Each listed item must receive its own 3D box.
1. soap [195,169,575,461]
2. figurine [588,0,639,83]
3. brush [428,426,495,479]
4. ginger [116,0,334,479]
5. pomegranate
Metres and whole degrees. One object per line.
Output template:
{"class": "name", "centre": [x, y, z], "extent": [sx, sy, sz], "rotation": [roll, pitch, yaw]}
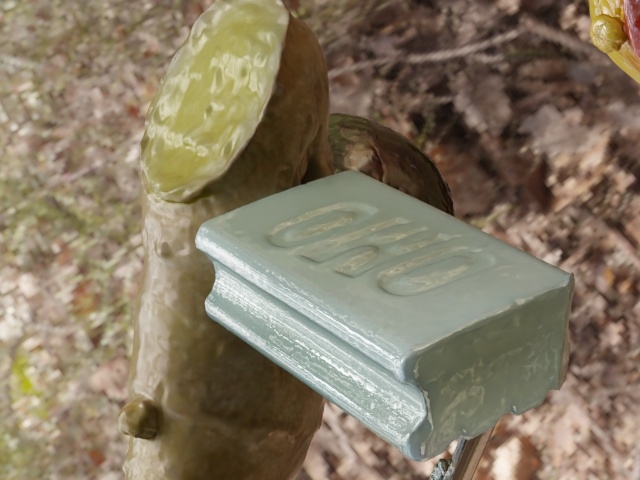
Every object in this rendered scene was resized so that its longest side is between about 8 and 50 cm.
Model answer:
{"class": "soap", "centre": [0.033, 0.032, 0.798], "extent": [0.198, 0.119, 0.066], "rotation": [29, 134, 50]}
{"class": "figurine", "centre": [0.411, -0.243, 1.530], "extent": [0.323, 0.320, 0.196], "rotation": [18, 169, -20]}
{"class": "brush", "centre": [0.106, 0.163, 1.146], "extent": [0.027, 0.034, 0.190], "rotation": [52, 147, 31]}
{"class": "ginger", "centre": [-0.050, 0.019, 0.935], "extent": [0.126, 0.190, 0.354], "rotation": [16, 110, 43]}
{"class": "pomegranate", "centre": [0.000, 0.000, 1.201], "extent": [0.248, 0.202, 0.202], "rotation": [17, 130, 66]}
